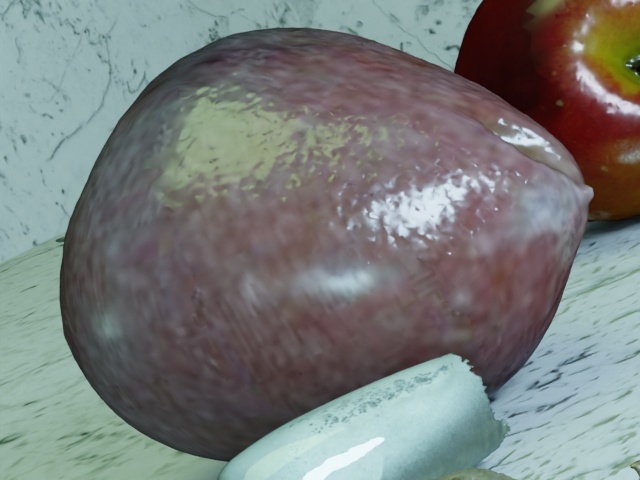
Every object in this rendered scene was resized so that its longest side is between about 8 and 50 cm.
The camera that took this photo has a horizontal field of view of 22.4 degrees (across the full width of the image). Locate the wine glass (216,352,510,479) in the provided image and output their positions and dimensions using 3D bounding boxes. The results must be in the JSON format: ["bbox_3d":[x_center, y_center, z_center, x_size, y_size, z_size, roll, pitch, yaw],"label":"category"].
[{"bbox_3d":[-0.032,0.120,0.700,0.262,0.074,0.074,-25,8,-21],"label":"wine glass"}]

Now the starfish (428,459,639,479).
[{"bbox_3d":[0.069,0.103,0.522,0.247,0.050,0.138,-8,14,20],"label":"starfish"}]

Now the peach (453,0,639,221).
[{"bbox_3d":[0.209,-0.117,1.149,0.243,0.200,0.243,-14,1,0],"label":"peach"}]

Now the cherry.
[{"bbox_3d":[0.000,0.000,0.864,0.307,0.221,0.261,-4,33,24],"label":"cherry"}]
